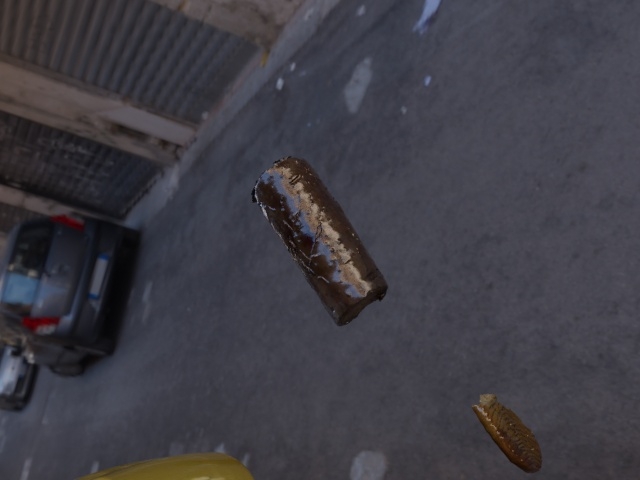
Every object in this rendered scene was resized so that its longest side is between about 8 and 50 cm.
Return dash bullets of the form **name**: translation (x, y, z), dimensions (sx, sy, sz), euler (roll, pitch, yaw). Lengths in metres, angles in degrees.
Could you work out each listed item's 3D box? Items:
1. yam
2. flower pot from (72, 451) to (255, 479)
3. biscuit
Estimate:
- **yam**: translation (0.001, -0.001, 1.337), dimensions (0.280, 0.131, 0.131), euler (56, 137, 15)
- **flower pot**: translation (-0.163, 0.293, 0.748), dimensions (0.195, 0.179, 0.195), euler (-9, 70, 27)
- **biscuit**: translation (0.377, 0.375, 1.572), dimensions (0.031, 0.228, 0.176), euler (-36, 69, 20)
